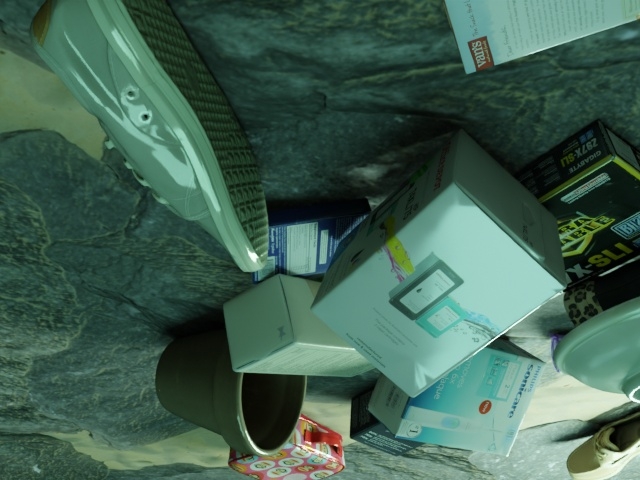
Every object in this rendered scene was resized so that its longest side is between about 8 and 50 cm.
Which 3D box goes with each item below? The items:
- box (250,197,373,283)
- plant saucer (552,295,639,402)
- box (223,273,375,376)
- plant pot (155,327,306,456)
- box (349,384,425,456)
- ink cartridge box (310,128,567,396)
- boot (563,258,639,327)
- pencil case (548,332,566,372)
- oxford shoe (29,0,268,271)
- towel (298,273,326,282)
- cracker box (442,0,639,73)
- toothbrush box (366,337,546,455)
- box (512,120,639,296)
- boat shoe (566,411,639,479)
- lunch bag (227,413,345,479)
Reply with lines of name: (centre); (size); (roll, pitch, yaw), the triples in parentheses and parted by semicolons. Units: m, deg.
box: (0.000, 0.000, 1.115); (0.225, 0.036, 0.136); (-7, 140, -10)
plant saucer: (0.591, 0.185, 1.155); (0.400, 0.100, 0.400); (-6, 150, -3)
box: (-0.004, 0.157, 1.231); (0.148, 0.121, 0.311); (-28, 153, 31)
plant pot: (-0.181, 0.267, 1.363); (0.229, 0.263, 0.263); (0, 150, 27)
box: (0.189, 0.410, 1.673); (0.153, 0.108, 0.207); (29, 134, -25)
ink cartridge box: (0.161, 0.030, 0.970); (0.197, 0.198, 0.270); (41, 119, -9)
boot: (0.625, 0.097, 1.236); (0.284, 0.138, 0.377); (-31, 149, 34)
pencil case: (0.589, 0.228, 1.492); (0.206, 0.086, 0.088); (-8, 111, 2)
oxford shoe: (-0.178, -0.122, 0.842); (0.130, 0.169, 0.449); (-16, 136, 13)
towel: (-0.036, 0.041, 1.217); (0.113, 0.023, 0.152); (-24, 143, 30)
cracker box: (0.241, -0.282, 0.733); (0.232, 0.067, 0.156); (-16, 143, 15)
toothbrush box: (0.274, 0.292, 1.423); (0.295, 0.126, 0.216); (18, 97, -28)
box: (0.379, -0.022, 1.115); (0.257, 0.079, 0.322); (22, 138, -35)
boat shoe: (0.811, 0.562, 1.973); (0.110, 0.122, 0.341); (26, 125, -30)
lunch bag: (-0.071, 0.543, 1.846); (0.258, 0.120, 0.293); (-22, 141, 24)
